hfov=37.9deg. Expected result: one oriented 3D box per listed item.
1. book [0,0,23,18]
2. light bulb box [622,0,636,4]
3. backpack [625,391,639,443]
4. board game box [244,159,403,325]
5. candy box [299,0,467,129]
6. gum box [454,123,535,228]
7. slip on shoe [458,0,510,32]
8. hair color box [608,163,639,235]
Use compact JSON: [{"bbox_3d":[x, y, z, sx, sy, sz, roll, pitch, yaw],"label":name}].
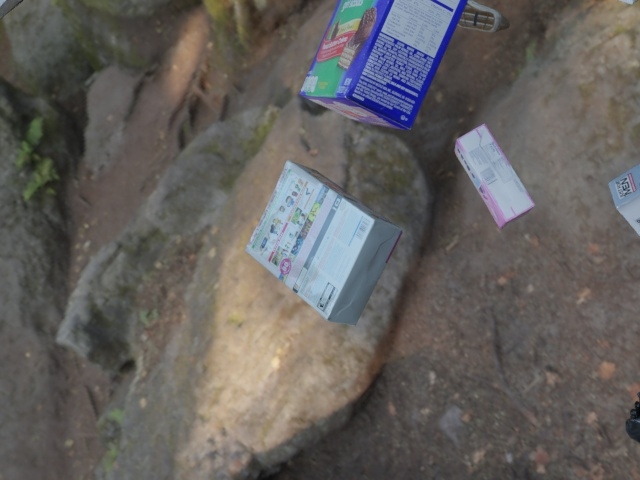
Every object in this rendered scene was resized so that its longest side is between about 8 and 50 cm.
[{"bbox_3d":[-0.530,-0.382,1.400,0.096,0.144,0.035,-67,-3,-47],"label":"book"},{"bbox_3d":[0.471,-0.606,1.346,0.361,0.358,0.225,-38,45,-15],"label":"light bulb box"},{"bbox_3d":[0.628,0.293,1.646,0.152,0.115,0.182,32,58,12],"label":"backpack"},{"bbox_3d":[0.000,0.000,1.907,0.303,0.097,0.224,38,106,42],"label":"board game box"},{"bbox_3d":[0.108,-0.341,1.413,0.317,0.122,0.268,-66,19,2],"label":"candy box"},{"bbox_3d":[0.319,-0.122,1.739,0.062,0.188,0.107,-30,-8,1],"label":"gum box"},{"bbox_3d":[0.291,-0.410,1.703,0.135,0.041,0.051,35,122,53],"label":"slip on shoe"},{"bbox_3d":[0.823,-0.133,1.957,0.374,0.185,0.114,-34,24,26],"label":"hair color box"}]
